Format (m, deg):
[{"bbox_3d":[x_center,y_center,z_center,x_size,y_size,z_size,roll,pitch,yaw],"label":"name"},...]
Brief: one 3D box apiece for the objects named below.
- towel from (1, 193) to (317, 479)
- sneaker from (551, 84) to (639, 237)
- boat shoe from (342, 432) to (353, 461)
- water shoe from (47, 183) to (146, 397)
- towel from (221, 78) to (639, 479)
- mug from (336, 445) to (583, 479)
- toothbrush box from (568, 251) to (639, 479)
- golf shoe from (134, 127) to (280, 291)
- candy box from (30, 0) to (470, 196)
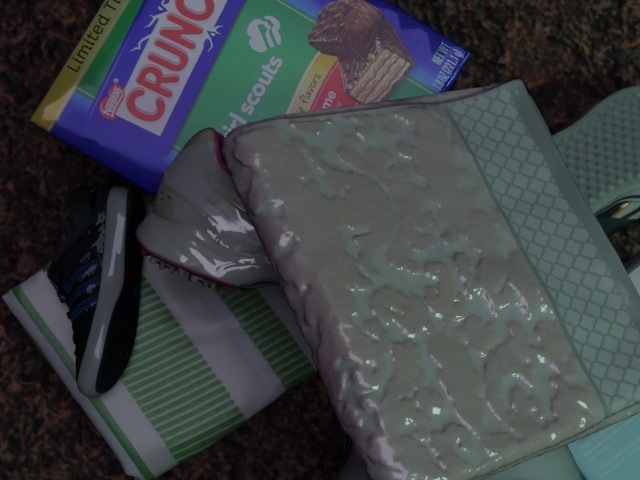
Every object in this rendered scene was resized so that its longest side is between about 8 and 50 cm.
[{"bbox_3d":[-0.113,0.057,1.313,0.325,0.038,0.248,-35,86,-11],"label":"towel"},{"bbox_3d":[0.272,-0.063,1.331,0.321,0.127,0.126,-20,72,-32],"label":"sneaker"},{"bbox_3d":[0.098,0.144,1.300,0.073,0.073,0.207,40,81,2],"label":"boat shoe"},{"bbox_3d":[-0.217,0.047,1.258,0.080,0.073,0.203,4,76,16],"label":"water shoe"},{"bbox_3d":[0.115,0.026,1.099,0.317,0.053,0.331,-15,70,-30],"label":"towel"},{"bbox_3d":[0.140,0.320,1.126,0.276,0.374,0.328,9,80,-24],"label":"mug"},{"bbox_3d":[0.332,0.182,1.287,0.216,0.126,0.295,-37,87,-10],"label":"toothbrush box"},{"bbox_3d":[0.000,0.000,1.142,0.306,0.115,0.140,19,89,-2],"label":"golf shoe"},{"bbox_3d":[-0.063,-0.141,1.254,0.317,0.122,0.268,31,88,0],"label":"candy box"}]
